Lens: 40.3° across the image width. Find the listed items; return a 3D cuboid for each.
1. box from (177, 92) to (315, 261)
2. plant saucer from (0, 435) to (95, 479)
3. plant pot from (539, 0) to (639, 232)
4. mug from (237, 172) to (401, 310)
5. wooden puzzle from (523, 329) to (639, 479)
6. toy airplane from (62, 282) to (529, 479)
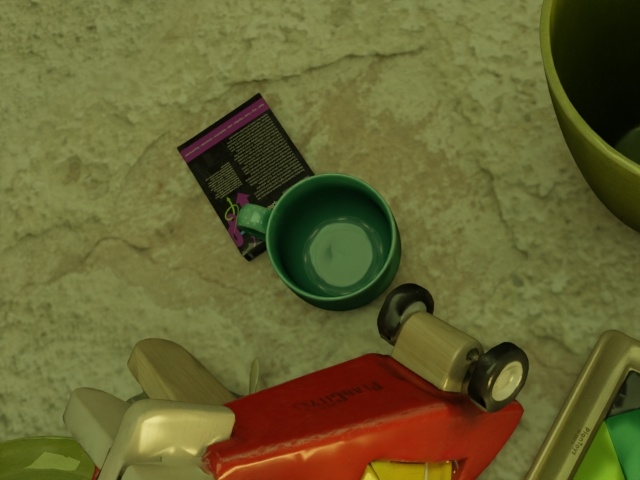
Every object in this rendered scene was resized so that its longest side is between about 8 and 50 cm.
[{"bbox_3d":[-0.075,-0.072,0.978,0.116,0.029,0.162,-33,66,1],"label":"box"},{"bbox_3d":[-0.280,0.284,0.833,0.240,0.037,0.241,3,31,-2],"label":"plant saucer"},{"bbox_3d":[0.326,-0.109,0.756,0.274,0.293,0.275,-4,71,11],"label":"plant pot"},{"bbox_3d":[0.009,-0.003,0.893,0.129,0.097,0.158,-40,72,-1],"label":"mug"},{"bbox_3d":[0.319,0.223,0.778,0.238,0.044,0.221,28,79,20],"label":"wooden puzzle"},{"bbox_3d":[-0.022,0.211,0.709,0.384,0.386,0.273,9,114,5],"label":"toy airplane"}]
